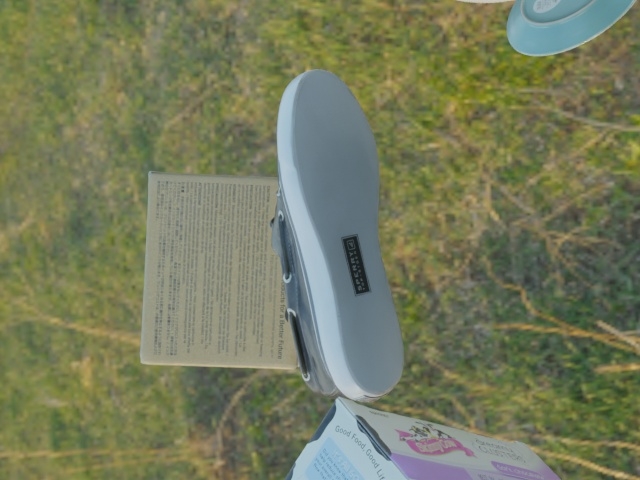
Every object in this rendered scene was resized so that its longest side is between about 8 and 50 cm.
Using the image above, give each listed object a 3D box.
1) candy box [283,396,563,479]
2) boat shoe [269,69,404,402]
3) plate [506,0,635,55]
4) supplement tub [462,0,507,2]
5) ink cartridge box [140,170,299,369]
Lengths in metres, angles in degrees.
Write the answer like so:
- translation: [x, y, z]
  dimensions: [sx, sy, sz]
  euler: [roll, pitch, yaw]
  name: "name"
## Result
- translation: [0.032, 0.193, 0.610]
  dimensions: [0.196, 0.165, 0.070]
  euler: [-59, 42, 12]
  name: "candy box"
- translation: [0.000, 0.000, 0.787]
  dimensions: [0.076, 0.080, 0.228]
  euler: [-17, 85, 48]
  name: "boat shoe"
- translation: [0.296, -0.293, 1.334]
  dimensions: [0.188, 0.024, 0.188]
  euler: [-28, 38, 24]
  name: "plate"
- translation: [0.170, -0.404, 1.023]
  dimensions: [0.235, 0.235, 0.324]
  euler: [-30, 32, 60]
  name: "supplement tub"
- translation: [-0.119, 0.036, 1.395]
  dimensions: [0.088, 0.193, 0.234]
  euler: [170, 103, -85]
  name: "ink cartridge box"
